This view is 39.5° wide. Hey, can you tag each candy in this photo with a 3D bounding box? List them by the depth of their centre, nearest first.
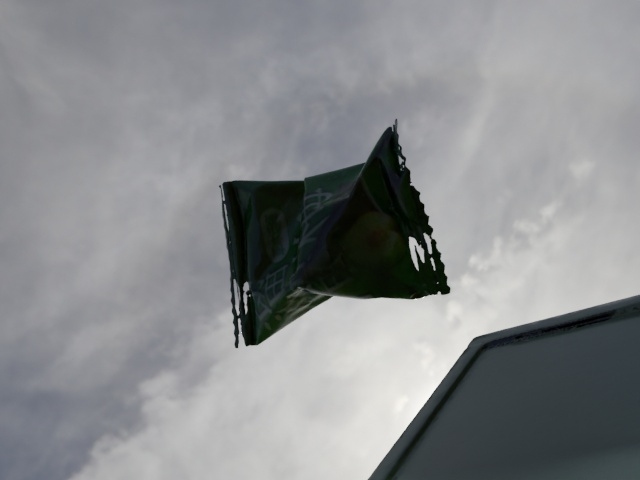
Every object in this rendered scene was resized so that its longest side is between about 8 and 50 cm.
[{"bbox_3d":[0.002,0.002,0.727,0.078,0.203,0.141,25,-124,-51],"label":"candy"}]

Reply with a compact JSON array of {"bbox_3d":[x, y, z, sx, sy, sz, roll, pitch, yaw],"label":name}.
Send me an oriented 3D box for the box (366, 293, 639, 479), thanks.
[{"bbox_3d":[0.127,0.114,0.305,0.225,0.225,0.117,-40,-76,-48],"label":"box"}]
